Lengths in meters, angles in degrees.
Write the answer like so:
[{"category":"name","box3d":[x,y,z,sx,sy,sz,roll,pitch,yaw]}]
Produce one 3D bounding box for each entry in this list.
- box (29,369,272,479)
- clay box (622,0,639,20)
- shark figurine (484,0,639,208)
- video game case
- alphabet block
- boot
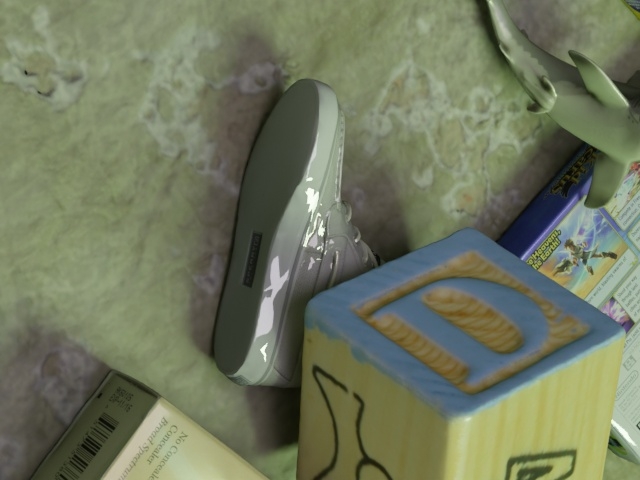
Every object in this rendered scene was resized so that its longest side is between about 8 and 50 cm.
[{"category":"box","box3d":[-0.078,0.256,1.487,0.311,0.121,0.148,39,80,-24]},{"category":"clay box","box3d":[0.293,-0.247,1.596,0.222,0.127,0.053,42,78,-23]},{"category":"shark figurine","box3d":[0.232,-0.148,1.582,0.278,0.166,0.116,42,51,19]},{"category":"video game case","box3d":[0.298,0.026,1.670,0.269,0.061,0.244,-47,113,-13]},{"category":"alphabet block","box3d":[0.109,0.138,1.475,0.193,0.192,0.197,-22,132,-33]},{"category":"boot","box3d":[0.000,0.000,1.518,0.123,0.095,0.258,10,101,-32]}]
